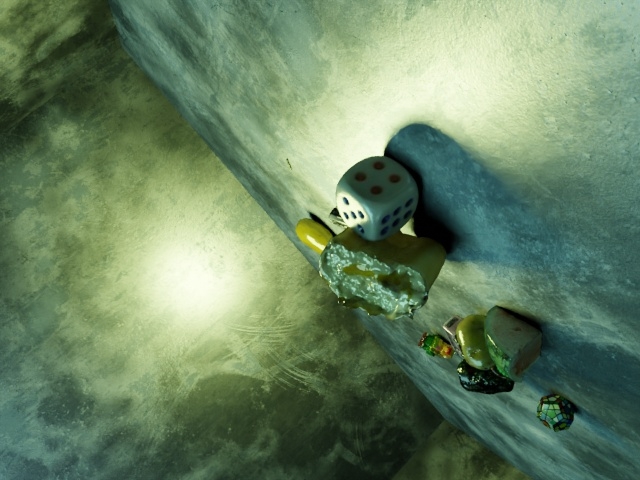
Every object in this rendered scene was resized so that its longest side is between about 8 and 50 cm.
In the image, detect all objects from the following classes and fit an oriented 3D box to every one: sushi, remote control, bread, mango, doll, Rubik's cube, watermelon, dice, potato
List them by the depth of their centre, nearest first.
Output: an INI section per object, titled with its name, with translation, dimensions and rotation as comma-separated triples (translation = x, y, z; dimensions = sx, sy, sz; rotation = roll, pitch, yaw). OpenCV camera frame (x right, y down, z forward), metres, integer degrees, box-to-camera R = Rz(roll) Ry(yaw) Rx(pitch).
[dice]
translation = 0.170, -0.129, 1.447
dimensions = 0.192, 0.193, 0.194
rotation = 43, 156, 30
[watermelon]
translation = 0.632, 0.345, 1.550
dimensions = 0.176, 0.256, 0.260
rotation = -6, 133, 17
[bread]
translation = 0.223, 0.090, 1.606
dimensions = 0.361, 0.394, 0.250
rotation = 24, 119, 19
[potato]
translation = 0.582, 0.363, 1.711
dimensions = 0.137, 0.154, 0.200
rotation = 115, 144, -49
[Rubik's cube]
translation = 0.862, 0.633, 1.748
dimensions = 0.133, 0.133, 0.112
rotation = 47, 143, 1
[sushi]
translation = 0.676, 0.550, 1.941
dimensions = 0.225, 0.124, 0.127
rotation = -2, 139, 20
[remote control]
translation = 0.125, -0.074, 2.135
dimensions = 0.266, 0.066, 0.090
rotation = 33, 166, 50
[doll]
translation = 0.588, 0.539, 2.411
dimensions = 0.186, 0.106, 0.134
rotation = 21, 162, 28
[mango]
translation = -0.002, 0.000, 2.638
dimensions = 0.331, 0.142, 0.195
rotation = 42, 172, 10

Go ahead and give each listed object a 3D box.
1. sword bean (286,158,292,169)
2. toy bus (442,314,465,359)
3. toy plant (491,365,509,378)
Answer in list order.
[sword bean]
translation = -0.152, -0.366, 2.289
dimensions = 0.012, 0.012, 0.083
rotation = 40, 168, 29
[toy bus]
translation = 0.596, 0.415, 2.010
dimensions = 0.108, 0.096, 0.199
rotation = 37, 163, 54
[toy plant]
translation = 0.688, 0.456, 1.778
dimensions = 0.143, 0.105, 0.200
rotation = 32, 172, 29
